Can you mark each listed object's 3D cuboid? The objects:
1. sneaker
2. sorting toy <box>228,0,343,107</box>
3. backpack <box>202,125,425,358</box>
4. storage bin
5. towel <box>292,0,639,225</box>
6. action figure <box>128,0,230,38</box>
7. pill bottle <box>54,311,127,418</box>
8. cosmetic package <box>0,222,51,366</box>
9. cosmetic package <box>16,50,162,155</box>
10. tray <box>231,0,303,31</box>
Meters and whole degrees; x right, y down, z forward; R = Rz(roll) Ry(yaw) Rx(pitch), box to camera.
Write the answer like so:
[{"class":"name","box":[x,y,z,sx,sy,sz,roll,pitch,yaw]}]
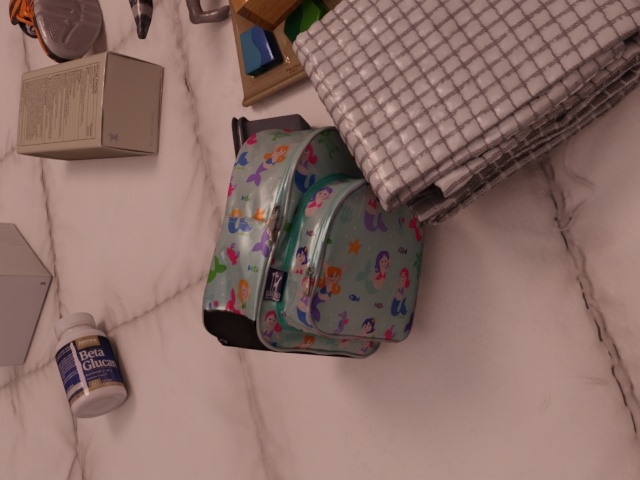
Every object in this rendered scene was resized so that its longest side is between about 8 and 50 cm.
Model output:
[{"class":"sneaker","box":[-0.522,-0.431,1.399,0.180,0.124,0.321,-40,51,38]},{"class":"sorting toy","box":[-0.020,-0.332,0.961,0.307,0.041,0.229,-16,77,41]},{"class":"backpack","box":[0.000,0.000,0.798,0.191,0.225,0.254,-1,78,40]},{"class":"storage bin","box":[-0.053,-0.100,0.952,0.091,0.098,0.135,-10,79,14]},{"class":"towel","box":[0.144,-0.175,0.714,0.283,0.121,0.235,-37,63,14]},{"class":"action figure","box":[-0.296,-0.470,1.005,0.178,0.341,0.330,-39,76,24]},{"class":"pill bottle","box":[-0.406,0.213,1.248,0.094,0.094,0.169,-46,59,31]},{"class":"cosmetic package","box":[-0.692,0.109,1.495,0.224,0.138,0.224,38,112,36]},{"class":"cosmetic package","box":[-0.418,-0.229,1.277,0.309,0.113,0.160,5,91,42]},{"class":"tray","box":[-0.080,-0.502,0.975,0.203,0.076,0.411,-37,58,27]}]
